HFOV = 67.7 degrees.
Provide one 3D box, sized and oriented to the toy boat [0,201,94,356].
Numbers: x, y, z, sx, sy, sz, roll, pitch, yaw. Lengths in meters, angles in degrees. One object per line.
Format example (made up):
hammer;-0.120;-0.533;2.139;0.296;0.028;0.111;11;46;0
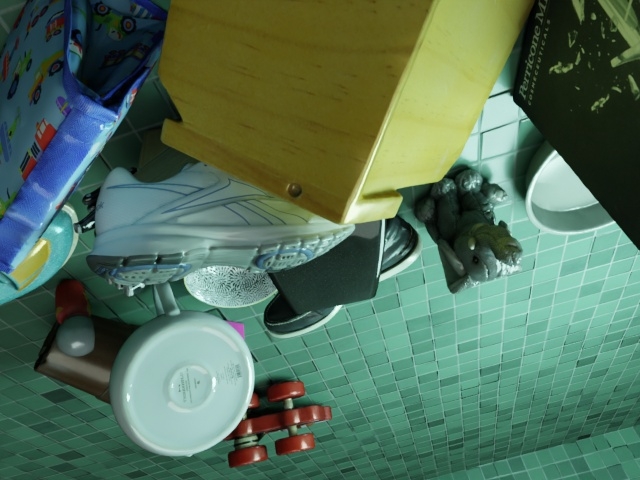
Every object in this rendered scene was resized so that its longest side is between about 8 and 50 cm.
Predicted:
toy boat;-0.455;0.062;0.724;0.267;0.148;0.318;-31;142;-4

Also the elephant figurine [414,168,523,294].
elephant figurine;0.259;0.012;0.795;0.186;0.239;0.169;23;126;-33

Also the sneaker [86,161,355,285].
sneaker;-0.097;-0.030;0.530;0.297;0.129;0.111;-2;160;-26

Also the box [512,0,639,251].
box;0.443;-0.229;0.413;0.297;0.472;0.480;-11;138;-1

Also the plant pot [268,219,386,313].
plant pot;0.000;0.000;0.722;0.187;0.188;0.167;-11;113;-1

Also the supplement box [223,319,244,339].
supplement box;-0.257;0.277;1.048;0.111;0.114;0.220;15;129;-26

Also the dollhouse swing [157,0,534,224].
dollhouse swing;0.054;-0.239;0.553;0.315;0.305;0.347;25;114;11

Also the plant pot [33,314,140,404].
plant pot;-0.435;0.216;0.915;0.165;0.167;0.167;31;122;-27

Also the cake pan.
cake pan;0.495;-0.129;0.840;0.293;0.054;0.293;-7;137;-7

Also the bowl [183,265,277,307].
bowl;-0.153;0.037;0.840;0.170;0.080;0.170;-7;137;-7

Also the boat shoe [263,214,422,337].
boat shoe;0.017;0.056;0.869;0.340;0.127;0.113;-29;134;15

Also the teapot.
teapot;-0.251;0.233;0.842;0.252;0.256;0.187;37;162;-21

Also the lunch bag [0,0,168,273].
lunch bag;-0.267;-0.126;0.482;0.138;0.293;0.221;29;123;-36

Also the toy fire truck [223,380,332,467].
toy fire truck;-0.128;0.500;1.296;0.302;0.169;0.254;-15;156;4

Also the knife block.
knife block;-0.162;-0.053;0.623;0.276;0.242;0.088;-11;138;-3
